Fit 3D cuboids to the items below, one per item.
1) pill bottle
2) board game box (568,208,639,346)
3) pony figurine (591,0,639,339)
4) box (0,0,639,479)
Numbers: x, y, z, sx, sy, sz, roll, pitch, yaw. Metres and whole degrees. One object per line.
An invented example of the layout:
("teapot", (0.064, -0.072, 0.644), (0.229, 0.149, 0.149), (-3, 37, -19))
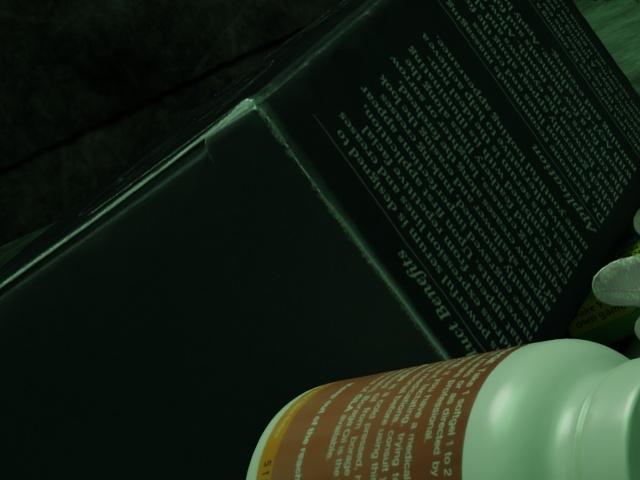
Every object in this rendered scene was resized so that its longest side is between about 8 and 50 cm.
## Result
("pill bottle", (0.076, 0.108, 0.769), (0.216, 0.121, 0.121), (-16, 15, 48))
("board game box", (0.302, -0.041, 1.132), (0.317, 0.046, 0.213), (-25, 10, 16))
("pony figurine", (0.228, -0.095, 0.808), (0.363, 0.303, 0.351), (-42, 16, -12))
("box", (0.000, 0.000, 1.091), (0.293, 0.212, 0.395), (-32, 8, 33))
